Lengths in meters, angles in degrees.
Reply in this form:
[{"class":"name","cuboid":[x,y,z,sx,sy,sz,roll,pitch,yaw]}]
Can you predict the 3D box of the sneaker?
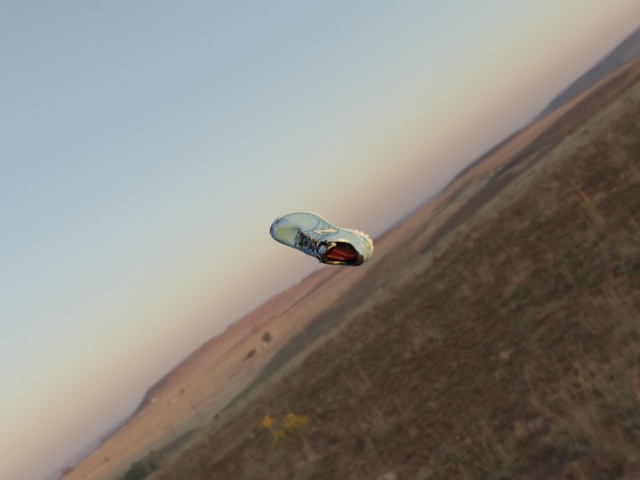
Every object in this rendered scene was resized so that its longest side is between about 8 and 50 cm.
[{"class":"sneaker","cuboid":[0.000,0.000,1.191,0.073,0.162,0.063,-64,-14,-69]}]
